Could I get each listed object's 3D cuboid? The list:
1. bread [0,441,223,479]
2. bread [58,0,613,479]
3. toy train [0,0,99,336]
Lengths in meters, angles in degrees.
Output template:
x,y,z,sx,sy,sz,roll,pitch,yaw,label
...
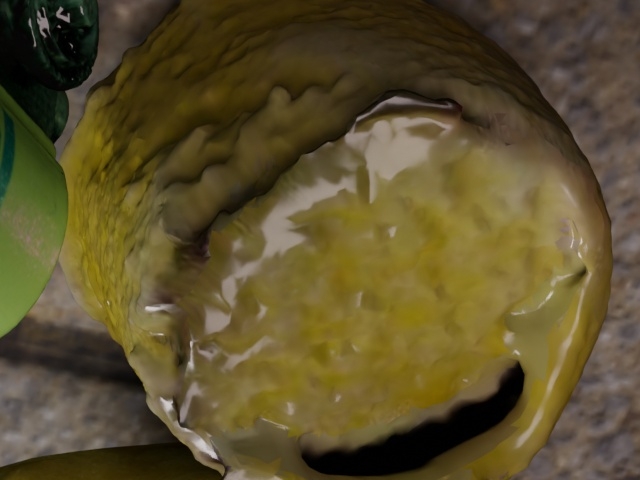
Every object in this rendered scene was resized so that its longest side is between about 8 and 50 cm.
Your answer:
x,y,z,sx,sy,sz,roll,pitch,yaw,label
-0.065,0.142,0.683,0.160,0.088,0.233,-15,156,-5,bread
0.002,0.002,0.594,0.197,0.170,0.197,-3,109,-8,bread
-0.150,-0.063,0.510,0.105,0.157,0.253,-4,154,16,toy train
